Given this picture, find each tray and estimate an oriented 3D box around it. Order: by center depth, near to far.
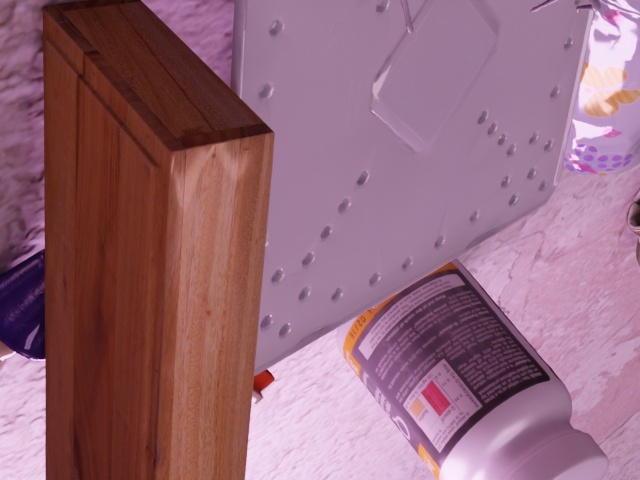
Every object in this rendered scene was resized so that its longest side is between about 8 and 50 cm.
[{"bbox_3d":[-0.124,0.065,1.027,0.076,0.203,0.411,-13,128,-26],"label":"tray"}]

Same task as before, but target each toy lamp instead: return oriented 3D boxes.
[{"bbox_3d":[-0.279,0.115,1.170,0.274,0.080,0.080,-47,151,15],"label":"toy lamp"}]

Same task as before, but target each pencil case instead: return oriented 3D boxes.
[{"bbox_3d":[0.264,-0.177,1.338,0.273,0.113,0.124,91,18,-55],"label":"pencil case"}]

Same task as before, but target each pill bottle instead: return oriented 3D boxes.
[{"bbox_3d":[0.152,0.157,1.525,0.162,0.278,0.162,-28,150,-18],"label":"pill bottle"}]

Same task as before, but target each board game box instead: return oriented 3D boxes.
[{"bbox_3d":[0.066,-0.133,1.073,0.390,0.050,0.390,-28,137,-39],"label":"board game box"}]

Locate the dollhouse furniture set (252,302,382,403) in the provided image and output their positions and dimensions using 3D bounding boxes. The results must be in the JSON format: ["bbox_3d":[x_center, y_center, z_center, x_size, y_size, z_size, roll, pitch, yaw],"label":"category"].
[{"bbox_3d":[0.000,0.000,1.263,0.259,0.135,0.262,-39,152,2],"label":"dollhouse furniture set"}]

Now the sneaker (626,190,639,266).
[{"bbox_3d":[0.390,-0.025,1.774,0.086,0.064,0.192,-15,145,-24],"label":"sneaker"}]

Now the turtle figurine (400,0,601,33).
[{"bbox_3d":[0.103,-0.211,0.893,0.175,0.118,0.234,-5,163,-11],"label":"turtle figurine"}]
